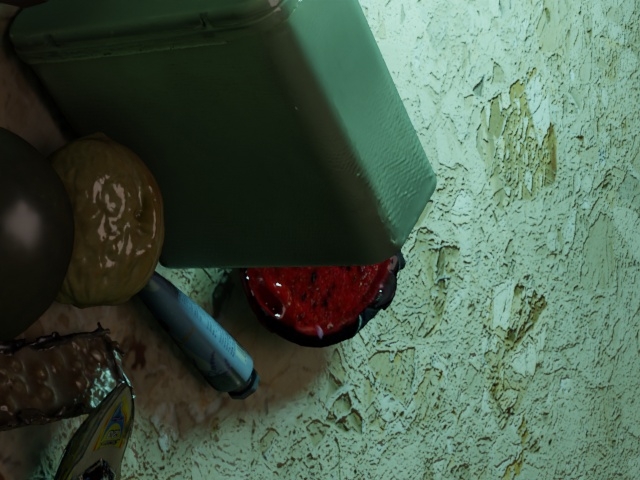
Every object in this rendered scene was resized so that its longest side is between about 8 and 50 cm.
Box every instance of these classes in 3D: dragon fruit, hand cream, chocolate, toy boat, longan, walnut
[{"bbox_3d":[0.000,0.000,2.294,0.282,0.100,0.343,56,49,-37],"label":"dragon fruit"},{"bbox_3d":[-0.153,0.090,2.103,0.058,0.091,0.271,-45,132,-7],"label":"hand cream"},{"bbox_3d":[-0.317,0.153,1.874,0.329,0.065,0.102,-8,61,-53],"label":"chocolate"},{"bbox_3d":[-0.234,0.227,1.910,0.084,0.066,0.210,0,125,-39],"label":"toy boat"},{"bbox_3d":[-0.328,-0.006,1.777,0.198,0.198,0.212,-15,119,-53],"label":"longan"},{"bbox_3d":[-0.236,-0.021,1.930,0.155,0.155,0.184,4,86,-54],"label":"walnut"}]

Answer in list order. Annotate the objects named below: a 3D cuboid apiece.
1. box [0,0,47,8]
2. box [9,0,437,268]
[{"bbox_3d":[-0.323,-0.344,1.796,0.215,0.086,0.215,-9,78,-77],"label":"box"},{"bbox_3d":[-0.097,-0.144,1.972,0.177,0.352,0.344,-58,133,-39],"label":"box"}]
